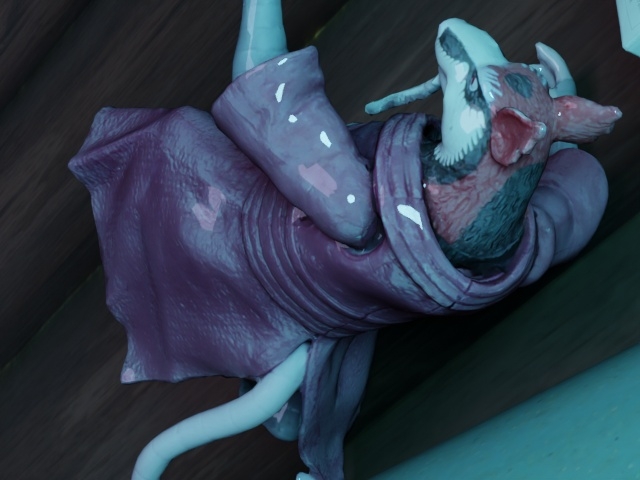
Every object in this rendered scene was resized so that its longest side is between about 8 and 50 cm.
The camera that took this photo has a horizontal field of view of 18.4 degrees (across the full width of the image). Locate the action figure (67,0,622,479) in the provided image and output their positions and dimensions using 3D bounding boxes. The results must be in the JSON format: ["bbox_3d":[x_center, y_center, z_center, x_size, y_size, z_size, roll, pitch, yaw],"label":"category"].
[{"bbox_3d":[0.000,0.000,0.954,0.370,0.248,0.276,-19,56,61],"label":"action figure"}]

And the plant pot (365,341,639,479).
[{"bbox_3d":[0.109,0.176,0.565,0.334,0.341,0.341,-38,39,33],"label":"plant pot"}]

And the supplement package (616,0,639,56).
[{"bbox_3d":[0.235,-0.165,0.747,0.244,0.139,0.134,-45,33,40],"label":"supplement package"}]
